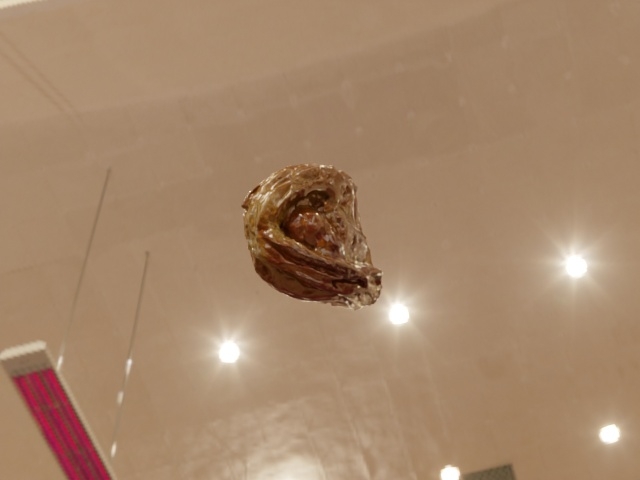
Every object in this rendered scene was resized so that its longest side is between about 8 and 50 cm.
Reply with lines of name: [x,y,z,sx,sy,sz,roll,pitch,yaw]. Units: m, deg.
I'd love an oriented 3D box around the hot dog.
hot dog: [0.003,-0.001,1.211,0.114,0.259,0.175,-18,-99,13]
